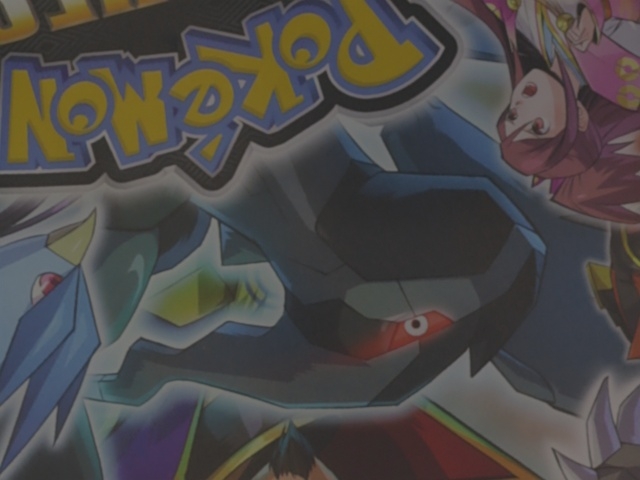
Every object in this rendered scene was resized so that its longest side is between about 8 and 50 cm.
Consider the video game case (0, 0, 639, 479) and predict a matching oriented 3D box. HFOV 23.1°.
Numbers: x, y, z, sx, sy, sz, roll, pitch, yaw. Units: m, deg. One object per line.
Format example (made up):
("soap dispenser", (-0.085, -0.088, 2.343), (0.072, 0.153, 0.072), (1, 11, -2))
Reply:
("video game case", (0.000, 0.000, 0.384), (0.035, 0.274, 0.248), (-162, -123, -86))
